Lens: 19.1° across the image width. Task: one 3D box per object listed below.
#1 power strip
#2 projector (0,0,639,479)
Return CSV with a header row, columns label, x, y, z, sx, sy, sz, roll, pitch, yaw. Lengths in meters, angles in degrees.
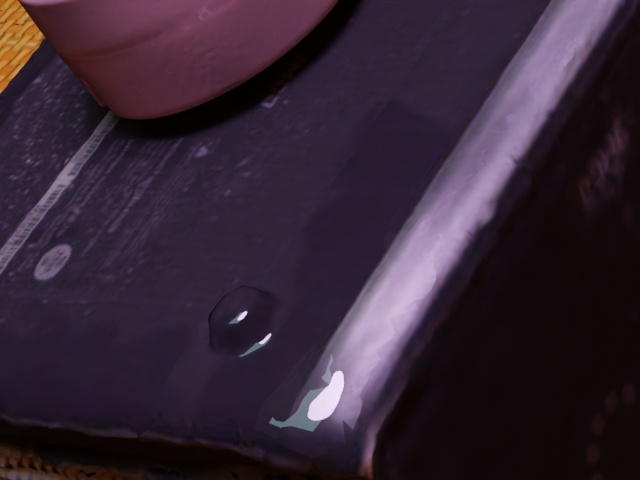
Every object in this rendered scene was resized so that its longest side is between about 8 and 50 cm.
label,x,y,z,sx,sy,sz,roll,pitch,yaw
power strip,-0.058,-0.132,0.855,0.154,0.078,0.154,-27,31,18
projector,0.000,0.000,0.925,0.405,0.242,0.395,2,49,45
